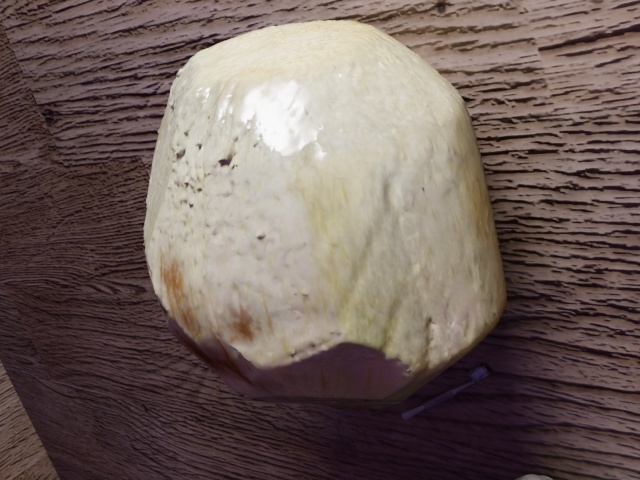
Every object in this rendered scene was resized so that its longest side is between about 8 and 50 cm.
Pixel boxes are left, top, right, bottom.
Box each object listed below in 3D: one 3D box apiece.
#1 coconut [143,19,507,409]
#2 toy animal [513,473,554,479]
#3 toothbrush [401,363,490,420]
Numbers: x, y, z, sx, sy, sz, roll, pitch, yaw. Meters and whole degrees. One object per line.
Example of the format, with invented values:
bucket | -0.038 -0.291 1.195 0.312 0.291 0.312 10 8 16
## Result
coconut | 0.000 0.000 0.978 0.345 0.415 0.415 -10 117 4
toy animal | 0.273 0.349 1.104 0.204 0.156 0.208 13 157 46
toothbrush | 0.155 0.193 1.244 0.017 0.014 0.194 52 144 6
